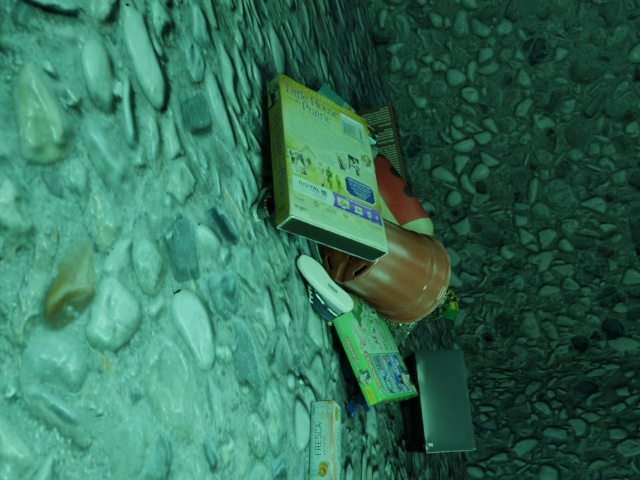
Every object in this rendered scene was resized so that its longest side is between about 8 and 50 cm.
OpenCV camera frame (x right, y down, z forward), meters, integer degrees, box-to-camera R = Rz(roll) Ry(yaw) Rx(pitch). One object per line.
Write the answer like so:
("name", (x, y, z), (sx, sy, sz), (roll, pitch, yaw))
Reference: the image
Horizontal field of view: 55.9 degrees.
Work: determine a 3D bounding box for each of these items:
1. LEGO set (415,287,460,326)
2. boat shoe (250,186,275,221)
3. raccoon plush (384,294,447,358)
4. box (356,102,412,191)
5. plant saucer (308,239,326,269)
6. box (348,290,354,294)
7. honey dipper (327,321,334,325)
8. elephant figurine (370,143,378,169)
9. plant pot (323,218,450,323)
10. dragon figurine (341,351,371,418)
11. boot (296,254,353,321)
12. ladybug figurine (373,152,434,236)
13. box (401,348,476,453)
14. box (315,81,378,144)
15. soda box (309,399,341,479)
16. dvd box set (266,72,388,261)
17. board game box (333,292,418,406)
("LEGO set", (0.349, 0.192, 2.265), (0.255, 0.331, 0.192), (36, 40, -37))
("boat shoe", (-0.117, -0.081, 1.347), (0.142, 0.040, 0.049), (-68, 143, -60))
("raccoon plush", (0.318, 0.264, 2.081), (0.446, 0.299, 0.216), (62, 24, -44))
("box", (0.232, -0.321, 2.360), (0.143, 0.191, 0.381), (7, 73, -72))
("plant saucer", (0.000, 0.000, 1.676), (0.195, 0.038, 0.194), (-11, 90, -72))
("box", (0.123, 0.076, 1.864), (0.094, 0.113, 0.275), (-54, 138, -34))
("honey dipper", (0.053, 0.244, 1.716), (0.161, 0.031, 0.030), (31, 50, -62))
("elephant figurine", (0.046, -0.265, 1.780), (0.239, 0.170, 0.185), (49, -39, 48))
("plant pot", (0.166, 0.059, 1.630), (0.265, 0.273, 0.272), (29, 49, -42))
("dragon figurine", (0.114, 0.362, 1.729), (0.144, 0.085, 0.289), (44, 40, -62))
("boot", (-0.010, 0.127, 1.533), (0.190, 0.086, 0.069), (47, 34, -7))
("ladybug figurine", (0.219, -0.125, 1.962), (0.449, 0.162, 0.305), (57, 7, 15))
("box", (0.409, 0.586, 2.187), (0.312, 0.179, 0.343), (103, -17, -72))
("box", (0.075, -0.390, 1.926), (0.244, 0.060, 0.100), (40, 29, -12))
("soda box", (0.012, 0.465, 1.387), (0.063, 0.058, 0.183), (57, 28, -50))
("dvd box set", (0.014, -0.178, 1.467), (0.308, 0.062, 0.420), (19, 52, -38))
("board game box", (0.141, 0.294, 1.673), (0.214, 0.046, 0.317), (12, 48, -53))
